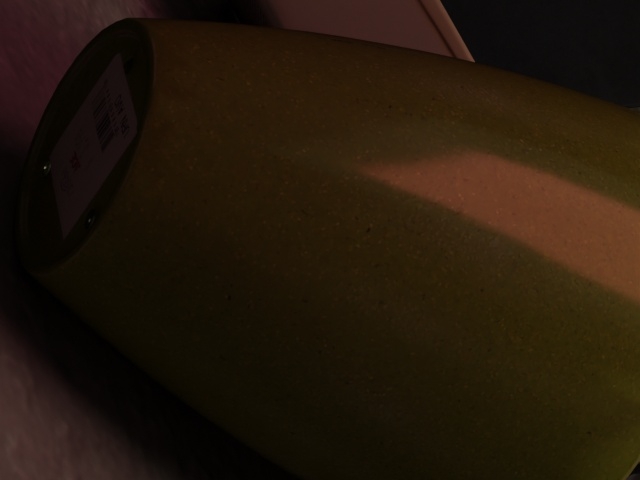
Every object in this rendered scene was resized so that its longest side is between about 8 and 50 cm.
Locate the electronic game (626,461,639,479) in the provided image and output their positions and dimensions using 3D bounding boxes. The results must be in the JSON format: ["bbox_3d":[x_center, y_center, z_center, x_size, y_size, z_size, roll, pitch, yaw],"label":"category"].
[{"bbox_3d":[0.282,0.288,1.479,0.229,0.048,0.229,40,36,-37],"label":"electronic game"}]

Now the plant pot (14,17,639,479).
[{"bbox_3d":[0.000,0.000,0.907,0.293,0.275,0.275,23,39,-29],"label":"plant pot"}]

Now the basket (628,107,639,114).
[{"bbox_3d":[0.347,-0.064,1.790,0.289,0.201,0.255,-33,134,-65],"label":"basket"}]

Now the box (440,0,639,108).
[{"bbox_3d":[0.345,-0.323,1.718,0.472,0.480,0.297,-49,131,-69],"label":"box"}]

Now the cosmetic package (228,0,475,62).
[{"bbox_3d":[0.044,-0.097,1.208,0.309,0.113,0.160,61,-7,13],"label":"cosmetic package"}]
